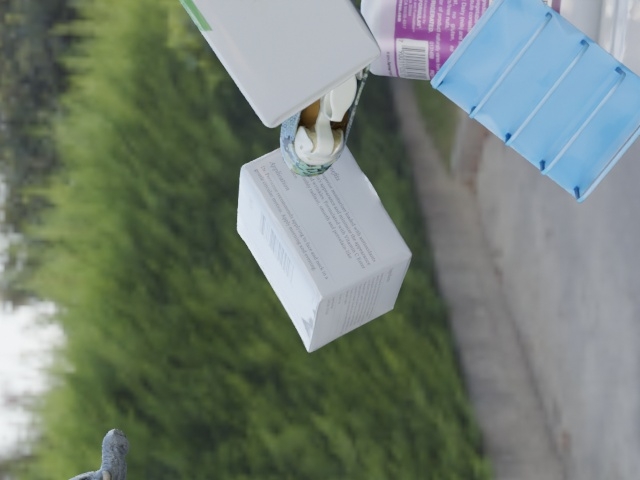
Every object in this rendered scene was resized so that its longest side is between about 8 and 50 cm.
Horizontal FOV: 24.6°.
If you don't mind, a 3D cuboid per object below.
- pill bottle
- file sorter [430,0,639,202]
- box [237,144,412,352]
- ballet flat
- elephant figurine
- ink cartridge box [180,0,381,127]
[{"bbox_3d":[0.202,-0.244,1.531,0.169,0.301,0.169,6,-90,-81],"label":"pill bottle"},{"bbox_3d":[0.194,-0.127,1.264,0.118,0.170,0.104,-52,0,13],"label":"file sorter"},{"bbox_3d":[0.000,0.000,1.639,0.181,0.119,0.182,59,165,18],"label":"box"},{"bbox_3d":[0.004,-0.121,1.386,0.070,0.070,0.188,-93,12,-49],"label":"ballet flat"},{"bbox_3d":[-0.346,0.419,2.145,0.239,0.186,0.169,54,130,37],"label":"elephant figurine"},{"bbox_3d":[-0.044,-0.179,0.943,0.153,0.087,0.208,55,-173,-19],"label":"ink cartridge box"}]
